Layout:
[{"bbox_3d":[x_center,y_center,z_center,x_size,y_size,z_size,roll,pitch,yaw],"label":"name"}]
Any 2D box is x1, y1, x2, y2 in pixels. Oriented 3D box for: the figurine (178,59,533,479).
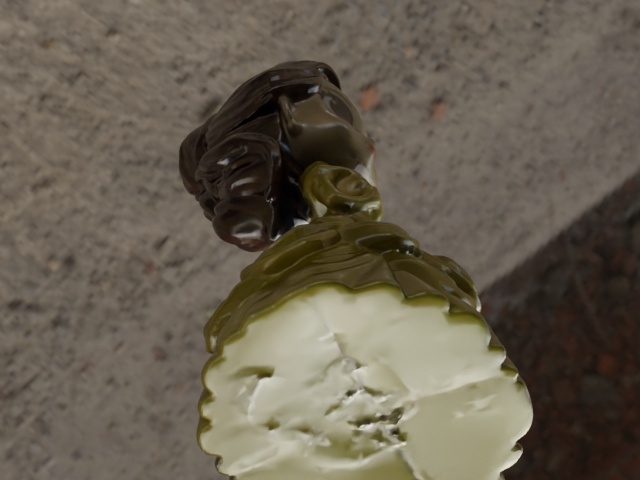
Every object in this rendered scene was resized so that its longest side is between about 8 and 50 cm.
[{"bbox_3d":[0.004,-0.002,0.855,0.187,0.315,0.168,31,117,-28],"label":"figurine"}]
